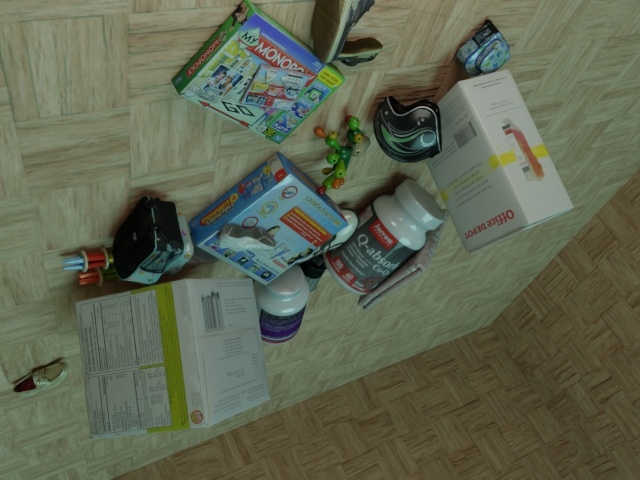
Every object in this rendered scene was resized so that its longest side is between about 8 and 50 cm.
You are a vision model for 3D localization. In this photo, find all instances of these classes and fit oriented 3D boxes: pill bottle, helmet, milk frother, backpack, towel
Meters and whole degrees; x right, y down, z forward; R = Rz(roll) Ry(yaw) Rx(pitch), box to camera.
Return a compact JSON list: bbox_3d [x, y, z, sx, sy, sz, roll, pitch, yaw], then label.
[{"bbox_3d":[-0.135,0.199,1.966,0.182,0.181,0.322,-18,151,-22],"label":"pill bottle"},{"bbox_3d":[0.196,-0.012,1.900,0.363,0.210,0.210,-44,150,25],"label":"pill bottle"},{"bbox_3d":[0.213,-0.276,1.498,0.162,0.169,0.169,-4,158,16],"label":"helmet"},{"bbox_3d":[0.002,0.119,2.009,0.129,0.143,0.134,-17,151,-33],"label":"milk frother"},{"bbox_3d":[-0.393,0.011,1.403,0.188,0.165,0.144,-38,147,24],"label":"backpack"},{"bbox_3d":[0.396,-0.453,1.471,0.114,0.084,0.105,-37,150,20],"label":"backpack"},{"bbox_3d":[0.281,0.063,2.033,0.317,0.053,0.331,-40,-168,41],"label":"towel"}]

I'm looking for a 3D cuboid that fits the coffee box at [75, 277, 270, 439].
[{"bbox_3d":[-0.367,0.289,1.549,0.335,0.337,0.338,-13,172,19],"label":"coffee box"}]

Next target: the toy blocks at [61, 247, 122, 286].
[{"bbox_3d":[-0.551,0.068,1.466,0.148,0.054,0.123,-7,145,-38],"label":"toy blocks"}]

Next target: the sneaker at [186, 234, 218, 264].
[{"bbox_3d":[-0.367,0.036,1.591,0.212,0.080,0.094,1,152,-36],"label":"sneaker"}]

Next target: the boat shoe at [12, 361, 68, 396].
[{"bbox_3d":[-0.823,0.409,1.778,0.170,0.063,0.059,-31,159,4],"label":"boat shoe"}]

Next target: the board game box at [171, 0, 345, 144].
[{"bbox_3d":[-0.113,-0.325,1.230,0.214,0.046,0.317,-40,152,21],"label":"board game box"}]

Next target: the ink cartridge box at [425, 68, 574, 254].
[{"bbox_3d":[0.426,-0.190,1.550,0.161,0.384,0.279,-19,172,-22],"label":"ink cartridge box"}]

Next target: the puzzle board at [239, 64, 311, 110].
[{"bbox_3d":[-0.089,-0.305,1.224,0.128,0.011,0.096,-3,144,-43],"label":"puzzle board"}]

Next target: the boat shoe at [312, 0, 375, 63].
[{"bbox_3d":[0.057,-0.453,1.117,0.093,0.102,0.285,-10,142,-25],"label":"boat shoe"}]

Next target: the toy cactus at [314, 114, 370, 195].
[{"bbox_3d":[0.059,-0.226,1.528,0.180,0.112,0.218,-34,145,-48],"label":"toy cactus"}]

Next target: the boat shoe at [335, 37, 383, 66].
[{"bbox_3d":[0.064,-0.391,1.279,0.152,0.056,0.049,-14,144,-28],"label":"boat shoe"}]

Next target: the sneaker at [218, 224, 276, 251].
[{"bbox_3d":[-0.184,0.001,1.510,0.152,0.053,0.061,12,135,-31],"label":"sneaker"}]

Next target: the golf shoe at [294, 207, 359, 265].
[{"bbox_3d":[0.000,0.000,1.797,0.273,0.105,0.120,-32,-171,2],"label":"golf shoe"}]

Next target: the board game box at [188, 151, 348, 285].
[{"bbox_3d":[-0.130,-0.044,1.601,0.302,0.086,0.308,-36,143,12],"label":"board game box"}]
